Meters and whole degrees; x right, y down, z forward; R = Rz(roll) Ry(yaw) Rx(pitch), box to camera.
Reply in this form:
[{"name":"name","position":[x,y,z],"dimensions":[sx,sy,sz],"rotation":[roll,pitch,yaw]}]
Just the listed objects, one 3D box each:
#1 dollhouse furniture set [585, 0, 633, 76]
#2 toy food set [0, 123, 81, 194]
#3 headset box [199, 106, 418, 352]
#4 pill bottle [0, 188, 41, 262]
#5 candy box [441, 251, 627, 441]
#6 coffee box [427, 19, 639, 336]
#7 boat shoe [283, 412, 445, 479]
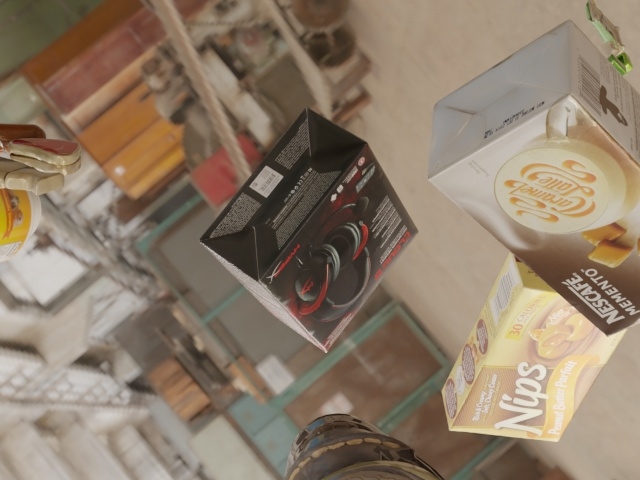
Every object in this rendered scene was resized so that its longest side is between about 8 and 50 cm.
[{"name":"dollhouse furniture set","position":[0.402,-0.274,1.634],"dimensions":[0.076,0.058,0.151],"rotation":[36,-146,-28]},{"name":"toy food set","position":[-0.161,-0.047,0.517],"dimensions":[0.122,0.019,0.078],"rotation":[10,-162,15]},{"name":"headset box","position":[0.000,0.000,1.467],"dimensions":[0.110,0.218,0.293],"rotation":[34,170,29]},{"name":"pill bottle","position":[-0.376,-0.026,1.169],"dimensions":[0.117,0.117,0.215],"rotation":[49,-167,4]},{"name":"candy box","position":[0.316,0.161,1.649],"dimensions":[0.087,0.183,0.316],"rotation":[-95,18,-47]},{"name":"coffee box","position":[0.222,-0.043,0.932],"dimensions":[0.246,0.141,0.098],"rotation":[39,-140,-28]},{"name":"boat shoe","position":[0.070,0.241,0.637],"dimensions":[0.130,0.132,0.355],"rotation":[-108,1,-63]}]
